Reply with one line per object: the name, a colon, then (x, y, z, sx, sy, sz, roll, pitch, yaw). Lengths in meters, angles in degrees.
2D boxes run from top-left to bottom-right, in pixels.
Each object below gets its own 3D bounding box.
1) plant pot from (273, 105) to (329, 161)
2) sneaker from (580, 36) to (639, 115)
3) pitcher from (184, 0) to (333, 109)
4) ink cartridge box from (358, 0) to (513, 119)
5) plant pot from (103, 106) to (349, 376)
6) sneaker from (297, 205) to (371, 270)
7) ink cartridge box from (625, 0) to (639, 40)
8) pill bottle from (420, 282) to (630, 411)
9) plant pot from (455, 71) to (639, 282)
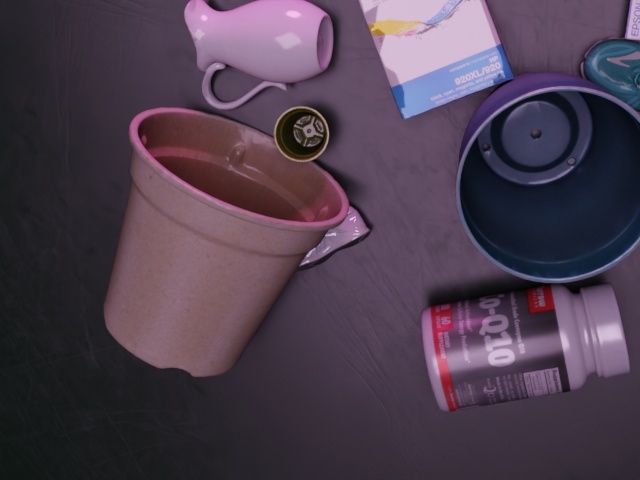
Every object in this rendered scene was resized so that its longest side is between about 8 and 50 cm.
plant pot: (-0.023, -0.163, 1.876, 0.083, 0.079, 0.083, 1, 100, 8)
sneaker: (0.505, -0.208, 1.778, 0.275, 0.110, 0.107, 28, 100, 4)
pitcher: (-0.089, -0.276, 1.859, 0.207, 0.125, 0.178, 5, 120, 18)
ink cartridge box: (0.158, -0.313, 1.780, 0.168, 0.171, 0.232, -20, 96, 10)
plant pot: (-0.169, 0.018, 1.825, 0.334, 0.334, 0.305, 26, 112, 4)
sneaker: (0.000, 0.000, 1.918, 0.152, 0.054, 0.061, -29, 80, 8)
ink cartridge box: (0.551, -0.376, 1.776, 0.208, 0.045, 0.206, 8, 96, 6)
pill bottle: (0.301, 0.152, 1.837, 0.283, 0.161, 0.161, -12, 97, 10)
plant pot: (0.315, -0.114, 1.731, 0.272, 0.255, 0.271, 1, 112, 2)
